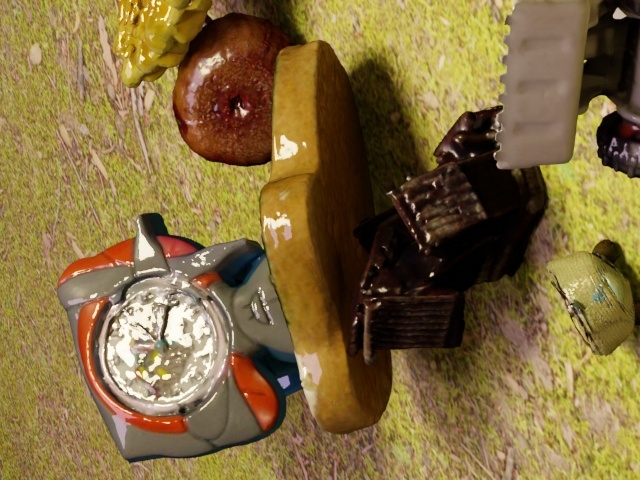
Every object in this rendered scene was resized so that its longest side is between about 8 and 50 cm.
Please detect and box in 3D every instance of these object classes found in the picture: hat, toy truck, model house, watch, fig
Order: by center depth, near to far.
[{"bbox_3d":[0.220,-0.117,1.083,0.111,0.286,0.136,-119,25,-52],"label":"toy truck"},{"bbox_3d":[0.211,0.042,1.465,0.076,0.059,0.077,49,-167,-53],"label":"hat"},{"bbox_3d":[0.084,-0.006,1.570,0.141,0.164,0.203,49,145,31],"label":"model house"},{"bbox_3d":[-0.084,-0.160,1.885,0.201,0.134,0.146,-117,48,-65],"label":"fig"},{"bbox_3d":[-0.085,0.088,1.929,0.274,0.305,0.241,45,-155,-78],"label":"watch"}]

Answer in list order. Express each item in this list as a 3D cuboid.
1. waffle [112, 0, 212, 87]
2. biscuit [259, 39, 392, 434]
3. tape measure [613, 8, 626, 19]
[{"bbox_3d":[-0.130,-0.297,1.810,0.309,0.065,0.283,123,152,-45],"label":"waffle"},{"bbox_3d":[-0.002,0.000,1.671,0.287,0.057,0.343,-16,-82,-77],"label":"biscuit"},{"bbox_3d":[0.224,-0.235,1.194,0.197,0.120,0.236,55,147,38],"label":"tape measure"}]
